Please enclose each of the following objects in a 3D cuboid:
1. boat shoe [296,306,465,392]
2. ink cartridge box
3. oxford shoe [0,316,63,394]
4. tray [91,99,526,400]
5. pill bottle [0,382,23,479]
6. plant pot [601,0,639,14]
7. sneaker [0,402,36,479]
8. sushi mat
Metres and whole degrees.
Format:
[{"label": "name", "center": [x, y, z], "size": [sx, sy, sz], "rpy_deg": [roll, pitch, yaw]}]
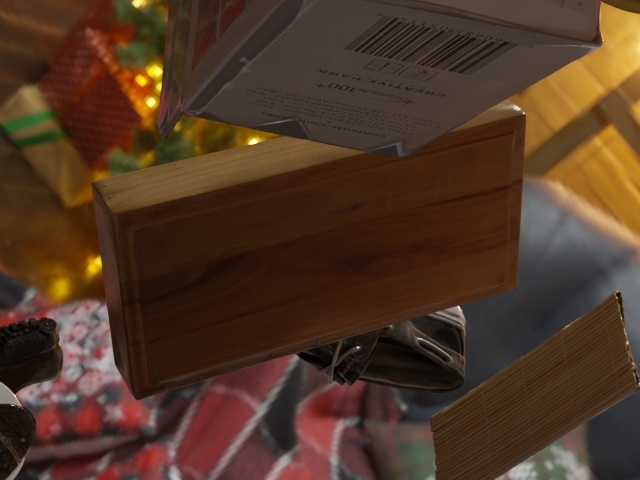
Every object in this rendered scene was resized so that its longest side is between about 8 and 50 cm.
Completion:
[{"label": "boat shoe", "center": [0.034, 0.105, 1.627], "size": [0.335, 0.121, 0.119], "rpy_deg": [9, 50, -26]}, {"label": "ink cartridge box", "center": [0.022, -0.212, 0.693], "size": [0.130, 0.272, 0.309], "rpy_deg": [9, 78, -18]}, {"label": "oxford shoe", "center": [-0.429, 0.172, 1.761], "size": [0.083, 0.227, 0.096], "rpy_deg": [-114, -166, -61]}, {"label": "tray", "center": [0.000, 0.000, 1.355], "size": [0.411, 0.203, 0.076], "rpy_deg": [-14, 34, -19]}, {"label": "pill bottle", "center": [-0.453, 0.221, 1.555], "size": [0.153, 0.265, 0.153], "rpy_deg": [16, 69, -50]}, {"label": "plant pot", "center": [0.295, -0.364, 1.227], "size": [0.254, 0.254, 0.239], "rpy_deg": [31, 32, -34]}, {"label": "sneaker", "center": [-0.273, 0.160, 1.020], "size": [0.063, 0.162, 0.073], "rpy_deg": [58, 10, -7]}, {"label": "sushi mat", "center": [0.246, 0.195, 1.698], "size": [0.019, 0.316, 0.151], "rpy_deg": [32, 35, -29]}]
